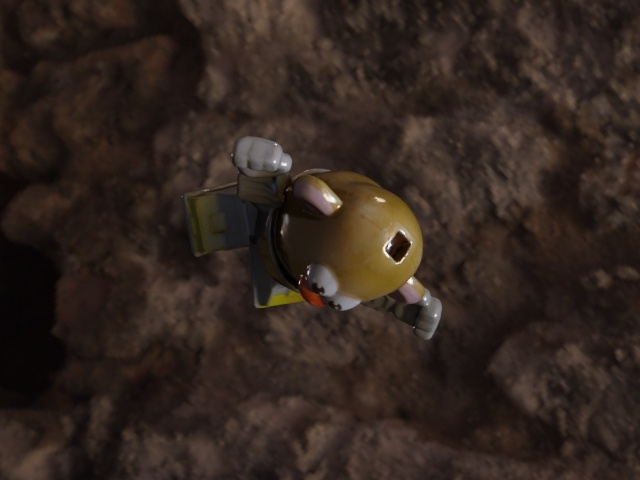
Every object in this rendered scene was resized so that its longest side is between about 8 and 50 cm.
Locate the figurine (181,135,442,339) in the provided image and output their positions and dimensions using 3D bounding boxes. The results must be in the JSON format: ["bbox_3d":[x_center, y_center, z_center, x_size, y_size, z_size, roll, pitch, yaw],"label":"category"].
[{"bbox_3d":[0.000,-0.002,1.614,0.285,0.342,0.167,2,-103,48],"label":"figurine"}]
